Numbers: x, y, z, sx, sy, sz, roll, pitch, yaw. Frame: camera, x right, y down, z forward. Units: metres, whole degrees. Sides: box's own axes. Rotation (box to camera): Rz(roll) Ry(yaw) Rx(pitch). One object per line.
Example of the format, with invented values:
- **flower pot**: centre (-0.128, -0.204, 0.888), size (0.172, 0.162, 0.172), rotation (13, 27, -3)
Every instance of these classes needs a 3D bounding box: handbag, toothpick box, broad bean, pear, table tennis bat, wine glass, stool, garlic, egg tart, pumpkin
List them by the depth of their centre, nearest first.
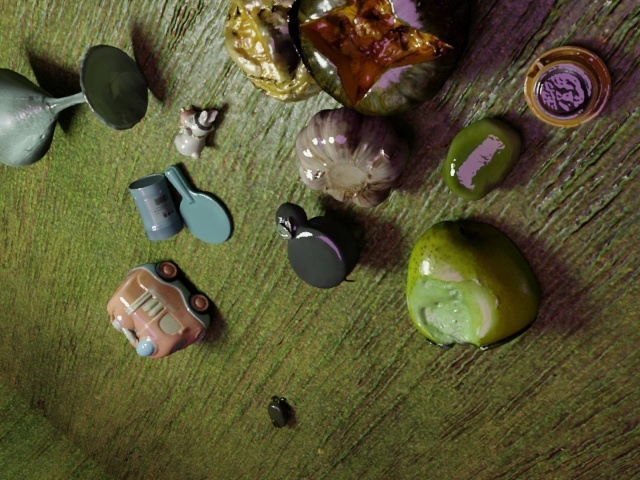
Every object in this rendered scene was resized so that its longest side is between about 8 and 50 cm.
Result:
- **pumpkin**: centre (0.108, -0.373, 1.169), size (0.321, 0.192, 0.320), rotation (12, 122, 19)
- **broad bean**: centre (0.305, -0.155, 1.285), size (0.125, 0.082, 0.174), rotation (31, 122, 11)
- **egg tart**: centre (-0.098, -0.410, 1.336), size (0.297, 0.132, 0.296), rotation (19, 126, 28)
- **garlic**: centre (0.068, -0.180, 1.366), size (0.245, 0.160, 0.244), rotation (10, 141, 8)
- **pear**: centre (0.296, 0.084, 1.398), size (0.293, 0.159, 0.292), rotation (16, 125, 25)
- **stool**: centre (0.006, -0.004, 1.530), size (0.153, 0.139, 0.227), rotation (-15, 110, 38)
- **wine glass**: centre (-0.644, -0.335, 1.648), size (0.406, 0.267, 0.267), rotation (-5, 117, 31)
- **table tennis bat**: centre (-0.326, -0.092, 1.752), size (0.153, 0.040, 0.244), rotation (-19, 113, 38)
- **toothpick box**: centre (-0.436, -0.089, 1.780), size (0.101, 0.101, 0.153), rotation (2, 120, 31)
- **handbag**: centre (-0.129, 0.531, 2.044), size (0.072, 0.047, 0.111), rotation (3, 122, 25)

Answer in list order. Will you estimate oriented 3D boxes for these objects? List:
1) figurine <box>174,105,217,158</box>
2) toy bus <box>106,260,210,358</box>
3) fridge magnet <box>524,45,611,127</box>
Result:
- **figurine**: centre (-0.305, -0.273, 1.583), size (0.098, 0.081, 0.146), rotation (36, 133, 7)
- **toy bus**: centre (-0.476, 0.213, 1.929), size (0.287, 0.232, 0.194), rotation (49, 130, -3)
- **fridge magnet**: centre (0.420, -0.260, 1.143), size (0.143, 0.063, 0.143), rotation (16, 124, 25)
